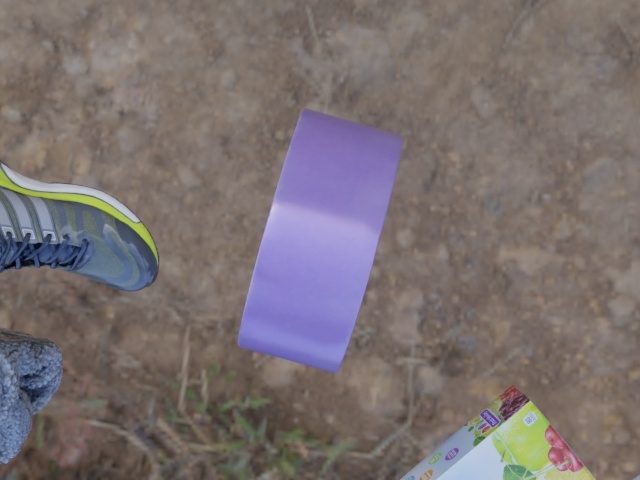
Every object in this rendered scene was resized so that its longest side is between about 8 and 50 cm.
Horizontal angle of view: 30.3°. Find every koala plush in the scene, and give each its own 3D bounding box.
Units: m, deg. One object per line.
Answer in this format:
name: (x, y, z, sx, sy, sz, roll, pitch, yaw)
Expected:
koala plush: (-0.336, 0.186, 1.061, 0.196, 0.221, 0.203, 9, 177, 17)

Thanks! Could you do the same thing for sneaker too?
sneaker: (-0.316, -0.003, 1.237, 0.300, 0.121, 0.111, 20, 130, -10)

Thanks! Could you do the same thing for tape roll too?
tape roll: (0.000, 0.000, 0.898, 0.080, 0.189, 0.189, 15, 150, -1)

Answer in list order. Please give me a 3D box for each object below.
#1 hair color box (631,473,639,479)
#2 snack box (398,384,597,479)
hair color box: (0.436, 0.390, 1.205, 0.114, 0.374, 0.185, 17, 137, -20)
snack box: (0.168, 0.275, 1.146, 0.174, 0.207, 0.070, 50, 180, -10)
